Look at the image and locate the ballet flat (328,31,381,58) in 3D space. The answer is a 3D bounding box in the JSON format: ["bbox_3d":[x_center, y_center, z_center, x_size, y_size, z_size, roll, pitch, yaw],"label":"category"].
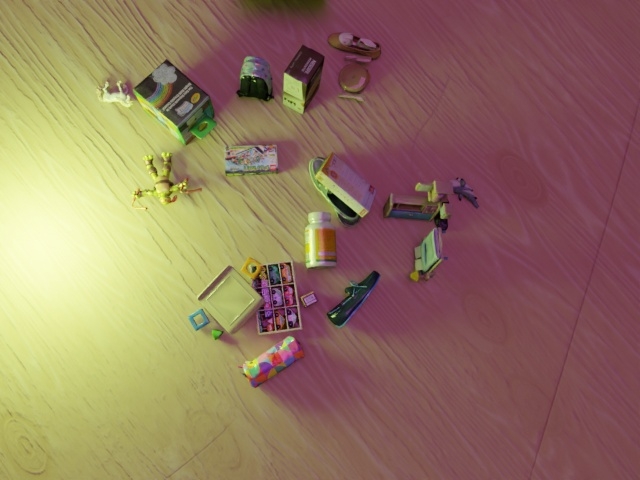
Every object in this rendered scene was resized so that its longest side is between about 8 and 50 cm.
[{"bbox_3d":[0.147,-0.830,1.999,0.232,0.073,0.080,16,79,-2],"label":"ballet flat"}]

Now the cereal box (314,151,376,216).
[{"bbox_3d":[0.102,-0.215,1.832,0.240,0.047,0.173,40,36,-10],"label":"cereal box"}]

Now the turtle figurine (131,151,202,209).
[{"bbox_3d":[-0.590,-0.224,1.823,0.270,0.087,0.217,-14,74,1],"label":"turtle figurine"}]

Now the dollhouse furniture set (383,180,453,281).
[{"bbox_3d":[0.357,-0.025,1.774,0.198,0.286,0.303,3,69,-5],"label":"dollhouse furniture set"}]

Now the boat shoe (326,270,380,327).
[{"bbox_3d":[0.125,0.208,1.807,0.089,0.109,0.258,39,77,6],"label":"boat shoe"}]

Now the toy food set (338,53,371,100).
[{"bbox_3d":[0.142,-0.675,1.996,0.132,0.038,0.192,10,85,4],"label":"toy food set"}]

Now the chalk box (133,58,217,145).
[{"bbox_3d":[-0.528,-0.502,1.831,0.289,0.179,0.180,42,79,2],"label":"chalk box"}]

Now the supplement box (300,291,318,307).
[{"bbox_3d":[-0.043,0.223,1.798,0.055,0.083,0.043,-26,84,-9],"label":"supplement box"}]

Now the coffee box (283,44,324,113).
[{"bbox_3d":[-0.069,-0.618,1.855,0.098,0.246,0.141,30,79,0],"label":"coffee box"}]

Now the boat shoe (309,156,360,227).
[{"bbox_3d":[0.060,-0.201,1.871,0.116,0.099,0.319,-29,83,-7],"label":"boat shoe"}]

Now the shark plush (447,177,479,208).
[{"bbox_3d":[0.585,-0.193,1.959,0.161,0.073,0.067,41,99,-18],"label":"shark plush"}]

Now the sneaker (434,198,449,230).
[{"bbox_3d":[0.482,-0.126,1.903,0.051,0.089,0.170,-10,81,-7],"label":"sneaker"}]

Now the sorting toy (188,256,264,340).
[{"bbox_3d":[-0.329,0.218,1.778,0.196,0.047,0.347,44,92,6],"label":"sorting toy"}]

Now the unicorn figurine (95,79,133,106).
[{"bbox_3d":[-0.798,-0.574,1.883,0.162,0.060,0.111,-8,81,10],"label":"unicorn figurine"}]

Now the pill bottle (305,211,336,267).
[{"bbox_3d":[0.000,0.000,1.823,0.118,0.117,0.208,-2,81,-6],"label":"pill bottle"}]

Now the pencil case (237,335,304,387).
[{"bbox_3d":[-0.175,0.440,1.744,0.236,0.104,0.104,-29,84,-10],"label":"pencil case"}]

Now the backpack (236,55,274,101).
[{"bbox_3d":[-0.257,-0.633,1.873,0.152,0.182,0.115,3,80,-4],"label":"backpack"}]

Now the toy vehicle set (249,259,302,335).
[{"bbox_3d":[-0.169,0.215,1.812,0.166,0.035,0.266,-8,81,-6],"label":"toy vehicle set"}]

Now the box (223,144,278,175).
[{"bbox_3d":[-0.274,-0.317,1.892,0.207,0.036,0.114,-4,81,-6],"label":"box"}]
